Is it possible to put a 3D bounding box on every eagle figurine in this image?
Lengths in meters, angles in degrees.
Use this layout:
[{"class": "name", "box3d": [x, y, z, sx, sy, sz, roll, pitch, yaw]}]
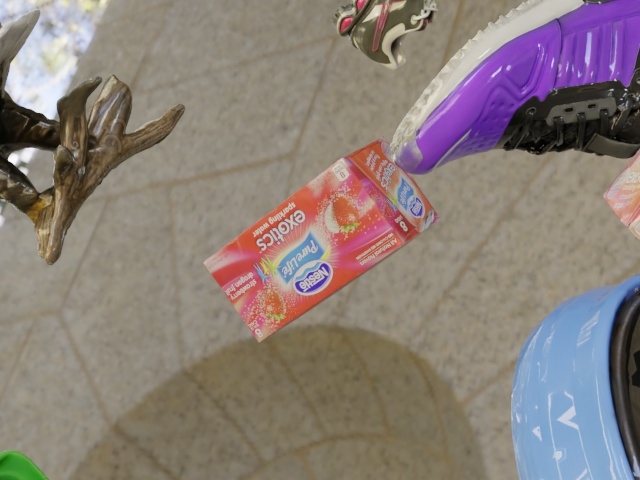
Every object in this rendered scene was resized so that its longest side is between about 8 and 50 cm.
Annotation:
[{"class": "eagle figurine", "box3d": [-0.293, -0.073, 0.971, 0.298, 0.225, 0.226, 16, 4, 19]}]

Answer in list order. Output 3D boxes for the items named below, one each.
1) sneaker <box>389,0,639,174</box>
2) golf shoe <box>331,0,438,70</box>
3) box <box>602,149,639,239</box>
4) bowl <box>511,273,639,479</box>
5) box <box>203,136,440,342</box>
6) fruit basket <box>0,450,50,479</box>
[{"class": "sneaker", "box3d": [0.192, -0.115, 1.032, 0.146, 0.293, 0.102, 51, -26, 6]}, {"class": "golf shoe", "box3d": [0.130, -0.361, 1.799, 0.120, 0.105, 0.273, 47, -47, 14]}, {"class": "box", "box3d": [0.428, 0.005, 1.195, 0.300, 0.154, 0.142, 35, -76, -4]}, {"class": "bowl", "box3d": [0.299, 0.194, 0.904, 0.391, 0.391, 0.077, 32, -50, -23]}, {"class": "box", "box3d": [0.000, 0.000, 1.592, 0.257, 0.122, 0.128, -35, -91, 32]}, {"class": "fruit basket", "box3d": [-0.187, 0.357, 1.098, 0.392, 0.283, 0.392, 11, -57, 17]}]
